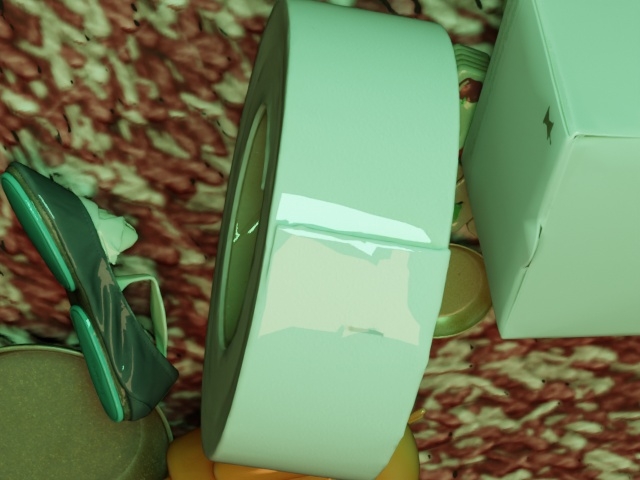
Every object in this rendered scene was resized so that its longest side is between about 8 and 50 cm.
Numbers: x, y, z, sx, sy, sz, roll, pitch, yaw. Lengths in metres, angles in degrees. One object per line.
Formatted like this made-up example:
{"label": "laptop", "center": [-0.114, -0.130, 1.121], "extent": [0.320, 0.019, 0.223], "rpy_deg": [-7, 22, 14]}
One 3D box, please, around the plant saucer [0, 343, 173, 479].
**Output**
{"label": "plant saucer", "center": [-0.207, 0.147, 1.259], "extent": [0.199, 0.036, 0.198], "rpy_deg": [-1, 125, -1]}

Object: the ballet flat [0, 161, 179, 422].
{"label": "ballet flat", "center": [-0.150, 0.027, 1.162], "extent": [0.074, 0.074, 0.203], "rpy_deg": [-19, 108, 10]}

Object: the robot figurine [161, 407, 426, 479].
{"label": "robot figurine", "center": [-0.023, 0.172, 1.216], "extent": [0.219, 0.128, 0.158], "rpy_deg": [-26, 128, -2]}

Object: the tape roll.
{"label": "tape roll", "center": [0.000, 0.000, 1.019], "extent": [0.100, 0.286, 0.286], "rpy_deg": [10, 123, -9]}

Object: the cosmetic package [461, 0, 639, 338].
{"label": "cosmetic package", "center": [0.287, -0.054, 1.023], "extent": [0.366, 0.155, 0.197], "rpy_deg": [1, 143, -10]}

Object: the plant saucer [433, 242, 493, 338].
{"label": "plant saucer", "center": [0.084, 0.032, 1.206], "extent": [0.083, 0.015, 0.083], "rpy_deg": [-1, 125, -2]}

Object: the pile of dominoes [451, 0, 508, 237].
{"label": "pile of dominoes", "center": [0.188, -0.053, 1.138], "extent": [0.251, 0.040, 0.196], "rpy_deg": [18, 121, -14]}
